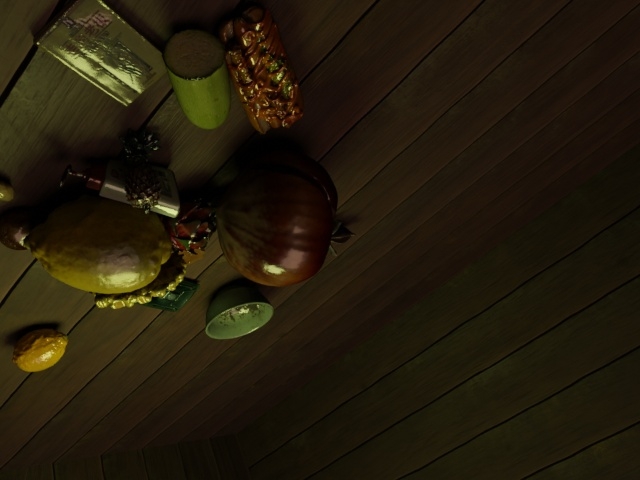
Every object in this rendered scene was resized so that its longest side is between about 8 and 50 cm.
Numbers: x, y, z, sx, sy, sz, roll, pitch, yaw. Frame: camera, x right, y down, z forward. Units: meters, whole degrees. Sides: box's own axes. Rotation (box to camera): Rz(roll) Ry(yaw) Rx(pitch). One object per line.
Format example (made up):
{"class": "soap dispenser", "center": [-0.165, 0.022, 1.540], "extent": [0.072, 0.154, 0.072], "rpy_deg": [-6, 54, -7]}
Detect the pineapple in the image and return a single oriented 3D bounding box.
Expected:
{"class": "pineapple", "center": [-0.435, -0.169, 1.186], "extent": [0.103, 0.221, 0.083], "rpy_deg": [-7, 161, -18]}

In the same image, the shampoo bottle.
{"class": "shampoo bottle", "center": [-0.510, -0.145, 1.228], "extent": [0.284, 0.153, 0.071], "rpy_deg": [7, 138, -36]}

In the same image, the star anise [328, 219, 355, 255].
{"class": "star anise", "center": [-0.004, 0.003, 1.897], "extent": [0.257, 0.110, 0.198], "rpy_deg": [-43, 125, -3]}

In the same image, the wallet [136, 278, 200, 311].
{"class": "wallet", "center": [-0.583, 0.191, 1.785], "extent": [0.160, 0.055, 0.236], "rpy_deg": [-44, 146, 14]}

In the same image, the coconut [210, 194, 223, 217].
{"class": "coconut", "center": [-0.306, -0.102, 1.517], "extent": [0.088, 0.087, 0.096], "rpy_deg": [-3, 149, -35]}

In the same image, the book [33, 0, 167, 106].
{"class": "book", "center": [-0.444, -0.397, 1.011], "extent": [0.161, 0.026, 0.231], "rpy_deg": [-35, 149, 13]}

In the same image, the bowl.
{"class": "bowl", "center": [-0.353, 0.279, 2.007], "extent": [0.290, 0.146, 0.289], "rpy_deg": [-19, 150, -11]}

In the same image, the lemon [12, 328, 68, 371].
{"class": "lemon", "center": [-0.970, 0.376, 1.670], "extent": [0.187, 0.142, 0.142], "rpy_deg": [-27, 150, -10]}

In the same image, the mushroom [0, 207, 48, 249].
{"class": "mushroom", "center": [-0.781, -0.032, 1.266], "extent": [0.127, 0.087, 0.127], "rpy_deg": [-24, 131, -31]}

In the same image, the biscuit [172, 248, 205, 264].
{"class": "biscuit", "center": [-0.500, 0.059, 1.668], "extent": [0.184, 0.027, 0.133], "rpy_deg": [-28, 149, -2]}

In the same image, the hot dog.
{"class": "hot dog", "center": [-0.134, -0.393, 1.174], "extent": [0.158, 0.117, 0.348], "rpy_deg": [-26, 150, -3]}

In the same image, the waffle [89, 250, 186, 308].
{"class": "waffle", "center": [-0.553, 0.112, 1.454], "extent": [0.330, 0.329, 0.062], "rpy_deg": [-15, 118, -20]}

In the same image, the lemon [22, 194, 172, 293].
{"class": "lemon", "center": [-0.574, 0.010, 1.282], "extent": [0.317, 0.285, 0.285], "rpy_deg": [6, 148, 6]}

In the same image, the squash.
{"class": "squash", "center": [-0.275, -0.349, 1.113], "extent": [0.133, 0.132, 0.247], "rpy_deg": [-20, 163, -13]}

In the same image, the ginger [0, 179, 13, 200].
{"class": "ginger", "center": [-0.774, -0.175, 1.050], "extent": [0.118, 0.065, 0.298], "rpy_deg": [-27, 154, -29]}

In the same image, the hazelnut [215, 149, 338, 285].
{"class": "hazelnut", "center": [-0.121, -0.062, 1.428], "extent": [0.360, 0.359, 0.408], "rpy_deg": [-5, 107, -34]}

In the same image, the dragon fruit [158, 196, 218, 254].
{"class": "dragon fruit", "center": [-0.399, -0.045, 1.452], "extent": [0.189, 0.182, 0.182], "rpy_deg": [-2, 144, -11]}
